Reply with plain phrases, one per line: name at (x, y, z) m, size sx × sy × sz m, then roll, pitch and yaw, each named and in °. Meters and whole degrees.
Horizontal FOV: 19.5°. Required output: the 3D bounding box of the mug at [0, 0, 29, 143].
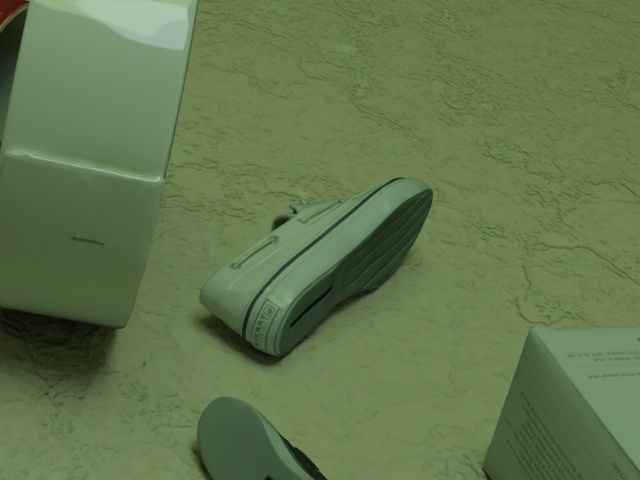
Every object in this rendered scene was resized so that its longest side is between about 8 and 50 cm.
mug at (-0.306, -0.149, 1.403) m, size 0.169 × 0.113 × 0.150 m, roll 23°, pitch 29°, yaw 18°

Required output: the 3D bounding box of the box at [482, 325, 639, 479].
box at (0.227, 0.148, 1.161) m, size 0.181 × 0.119 × 0.182 m, roll 0°, pitch 34°, yaw -26°

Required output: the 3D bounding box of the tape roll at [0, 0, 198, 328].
tape roll at (-0.148, -0.088, 1.206) m, size 0.100 × 0.286 × 0.286 m, roll 12°, pitch 31°, yaw -9°

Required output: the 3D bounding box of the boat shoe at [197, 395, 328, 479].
boat shoe at (-0.024, 0.147, 1.124) m, size 0.142 × 0.049 × 0.040 m, roll 42°, pitch 6°, yaw 39°

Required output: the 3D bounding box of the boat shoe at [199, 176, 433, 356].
boat shoe at (0.000, 0.000, 1.328) m, size 0.075 × 0.083 × 0.226 m, roll 29°, pitch 34°, yaw 19°
